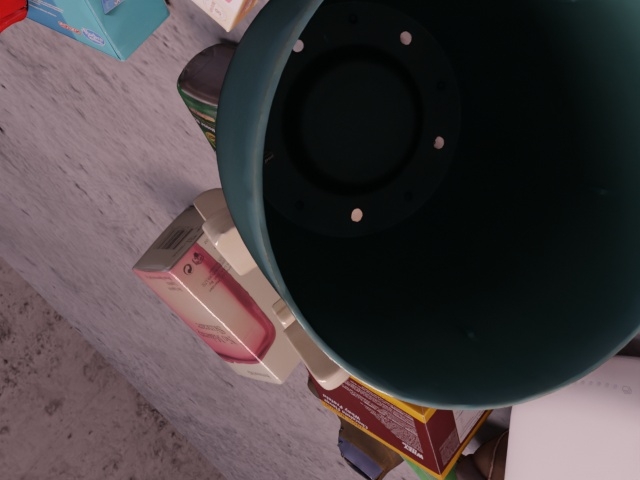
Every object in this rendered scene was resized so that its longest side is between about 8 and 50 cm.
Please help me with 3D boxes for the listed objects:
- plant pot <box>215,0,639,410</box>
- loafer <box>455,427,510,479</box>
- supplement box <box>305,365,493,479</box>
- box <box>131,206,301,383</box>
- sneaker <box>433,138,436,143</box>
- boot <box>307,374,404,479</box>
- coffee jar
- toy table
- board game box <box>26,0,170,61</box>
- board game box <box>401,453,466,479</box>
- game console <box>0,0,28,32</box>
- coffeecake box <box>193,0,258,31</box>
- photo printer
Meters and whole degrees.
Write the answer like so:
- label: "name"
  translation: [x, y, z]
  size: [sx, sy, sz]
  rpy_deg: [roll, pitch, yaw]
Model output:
- label: "plant pot"
  translation: [0.063, -0.067, 0.763]
  size: [0.293, 0.293, 0.235]
  rpy_deg: [48, 173, -23]
- label: "loafer"
  translation: [0.294, 0.320, 1.299]
  size: [0.134, 0.130, 0.366]
  rpy_deg: [31, -173, -44]
- label: "supplement box"
  translation: [0.094, 0.155, 1.397]
  size: [0.191, 0.129, 0.194]
  rpy_deg: [29, 158, 28]
- label: "box"
  translation: [-0.122, 0.074, 1.618]
  size: [0.232, 0.127, 0.149]
  rpy_deg: [48, 159, -20]
- label: "sneaker"
  translation: [0.064, -0.116, 0.959]
  size: [0.085, 0.058, 0.152]
  rpy_deg: [40, 166, 18]
- label: "boot"
  translation: [0.042, 0.289, 1.822]
  size: [0.219, 0.106, 0.082]
  rpy_deg: [27, 157, 32]
- label: "coffee jar"
  translation: [-0.072, -0.109, 1.196]
  size: [0.096, 0.079, 0.184]
  rpy_deg: [27, 157, 33]
- label: "toy table"
  translation: [0.000, 0.000, 1.105]
  size: [0.252, 0.161, 0.274]
  rpy_deg: [51, 177, 44]
- label: "board game box"
  translation: [-0.311, -0.347, 1.110]
  size: [0.254, 0.079, 0.336]
  rpy_deg: [27, 157, 34]
- label: "board game box"
  translation: [0.247, 0.373, 1.501]
  size: [0.214, 0.046, 0.317]
  rpy_deg: [33, -174, -29]
- label: "game console"
  translation: [-0.438, -0.380, 1.089]
  size: [0.387, 0.060, 0.342]
  rpy_deg: [37, 156, 7]
- label: "coffeecake box"
  translation: [-0.110, -0.273, 0.923]
  size: [0.185, 0.068, 0.142]
  rpy_deg: [40, 160, -3]
- label: "photo printer"
  translation: [0.284, 0.262, 1.076]
  size: [0.107, 0.307, 0.256]
  rpy_deg: [4, -178, -41]
